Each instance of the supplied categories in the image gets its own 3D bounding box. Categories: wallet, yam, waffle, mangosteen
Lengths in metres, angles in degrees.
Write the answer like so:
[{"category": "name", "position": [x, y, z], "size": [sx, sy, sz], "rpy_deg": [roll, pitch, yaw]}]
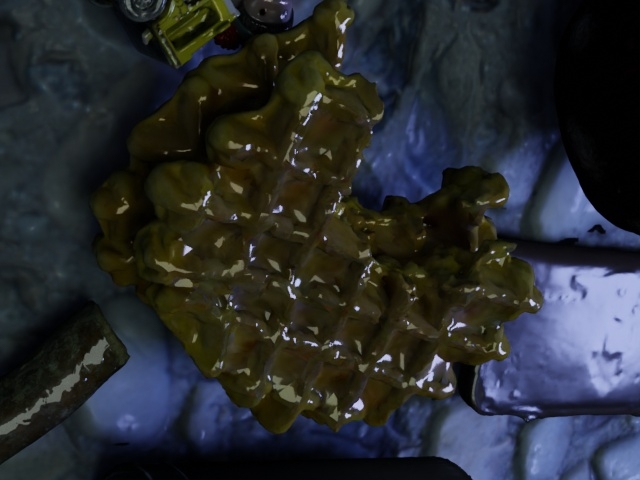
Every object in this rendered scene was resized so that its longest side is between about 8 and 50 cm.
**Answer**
[{"category": "wallet", "position": [0.262, 0.084, 1.272], "size": [0.310, 0.042, 0.165], "rpy_deg": [3, 107, -32]}, {"category": "yam", "position": [-0.256, 0.149, 0.993], "size": [0.274, 0.061, 0.061], "rpy_deg": [-39, 124, -9]}, {"category": "waffle", "position": [0.000, 0.000, 1.006], "size": [0.261, 0.151, 0.324], "rpy_deg": [-41, 126, 9]}, {"category": "mangosteen", "position": [0.334, -0.123, 1.082], "size": [0.233, 0.288, 0.287], "rpy_deg": [-25, 124, -49]}]

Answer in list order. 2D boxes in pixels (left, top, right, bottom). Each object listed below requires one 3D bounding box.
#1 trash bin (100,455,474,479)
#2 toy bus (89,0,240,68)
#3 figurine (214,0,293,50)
[{"category": "trash bin", "position": [-0.017, 0.273, 1.091], "size": [0.302, 0.203, 0.252], "rpy_deg": [4, 136, -32]}, {"category": "toy bus", "position": [-0.140, -0.222, 0.893], "size": [0.074, 0.081, 0.226], "rpy_deg": [-39, 121, -16]}, {"category": "figurine", "position": [-0.044, -0.188, 0.979], "size": [0.060, 0.047, 0.105], "rpy_deg": [-4, 110, -38]}]
